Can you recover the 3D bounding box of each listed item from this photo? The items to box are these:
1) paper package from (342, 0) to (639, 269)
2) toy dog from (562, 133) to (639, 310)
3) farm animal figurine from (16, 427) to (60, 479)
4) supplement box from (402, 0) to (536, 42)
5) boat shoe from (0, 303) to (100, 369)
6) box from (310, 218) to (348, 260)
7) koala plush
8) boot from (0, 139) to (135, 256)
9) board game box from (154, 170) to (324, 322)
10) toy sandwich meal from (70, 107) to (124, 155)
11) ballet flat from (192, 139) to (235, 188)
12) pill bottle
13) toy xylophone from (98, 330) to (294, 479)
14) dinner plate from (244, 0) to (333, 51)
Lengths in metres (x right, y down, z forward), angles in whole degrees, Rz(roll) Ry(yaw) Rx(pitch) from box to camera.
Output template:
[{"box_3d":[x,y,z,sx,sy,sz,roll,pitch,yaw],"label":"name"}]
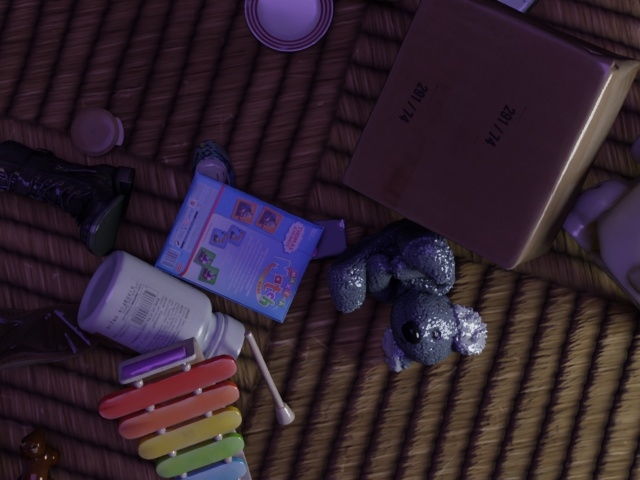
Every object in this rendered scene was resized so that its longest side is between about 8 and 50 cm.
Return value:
[{"box_3d":[0.238,-0.168,1.784,0.309,0.168,0.325,29,109,20],"label":"paper package"},{"box_3d":[0.564,-0.088,1.806,0.408,0.395,0.284,-44,78,6],"label":"toy dog"},{"box_3d":[-0.574,0.328,1.873,0.330,0.172,0.327,35,87,2],"label":"farm animal figurine"},{"box_3d":[0.235,-0.339,1.952,0.114,0.111,0.220,40,87,3],"label":"supplement box"},{"box_3d":[-0.486,0.148,1.887,0.302,0.098,0.109,-2,75,-20],"label":"boat shoe"},{"box_3d":[0.000,0.000,1.957,0.083,0.052,0.062,-5,87,-1],"label":"box"},{"box_3d":[0.147,0.089,1.901,0.196,0.203,0.221,-19,102,21],"label":"koala plush"},{"box_3d":[-0.407,-0.070,1.881,0.229,0.263,0.091,14,112,-5],"label":"boot"},{"box_3d":[-0.122,0.010,1.907,0.211,0.039,0.160,24,92,-2],"label":"board game box"},{"box_3d":[-0.351,-0.172,1.983,0.085,0.029,0.085,0,88,4],"label":"toy sandwich meal"},{"box_3d":[-0.164,-0.067,1.957,0.070,0.070,0.188,-9,86,-1],"label":"ballet flat"},{"box_3d":[-0.236,0.121,1.884,0.229,0.131,0.131,29,86,-22],"label":"pill bottle"},{"box_3d":[-0.172,0.256,1.859,0.236,0.081,0.322,-25,127,4],"label":"toy xylophone"},{"box_3d":[-0.050,-0.369,2.002,0.141,0.017,0.141,0,87,0],"label":"dinner plate"}]
